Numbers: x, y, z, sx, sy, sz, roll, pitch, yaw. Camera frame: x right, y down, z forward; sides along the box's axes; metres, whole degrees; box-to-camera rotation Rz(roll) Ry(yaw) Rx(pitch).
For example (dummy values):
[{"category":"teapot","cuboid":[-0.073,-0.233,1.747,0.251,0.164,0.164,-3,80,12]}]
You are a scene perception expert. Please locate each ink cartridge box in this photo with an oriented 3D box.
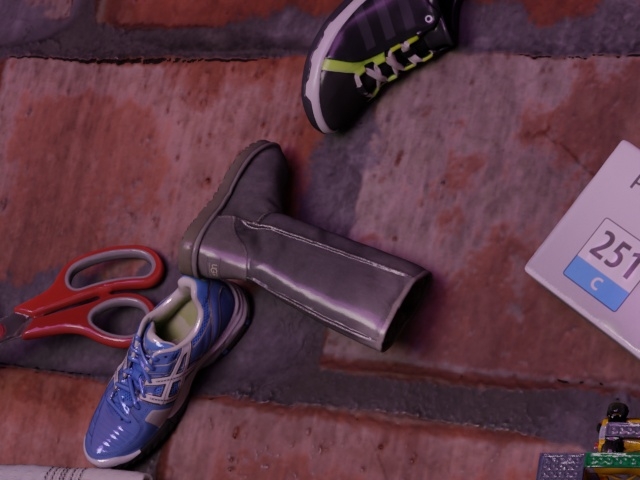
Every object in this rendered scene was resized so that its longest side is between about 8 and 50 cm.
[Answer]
[{"category":"ink cartridge box","cuboid":[0.352,0.008,1.279,0.296,0.066,0.261,39,92,32]}]

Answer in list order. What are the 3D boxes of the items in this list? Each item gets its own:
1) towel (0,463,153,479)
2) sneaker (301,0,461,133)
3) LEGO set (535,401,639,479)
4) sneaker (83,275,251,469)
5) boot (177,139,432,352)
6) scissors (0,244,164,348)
[{"category":"towel","cuboid":[-0.264,0.357,1.464,0.324,0.056,0.312,1,71,27]},{"category":"sneaker","cuboid":[0.073,-0.193,1.489,0.097,0.084,0.234,31,87,31]},{"category":"LEGO set","cuboid":[0.248,0.302,1.159,0.255,0.192,0.331,-10,50,21]},{"category":"sneaker","cuboid":[-0.155,0.114,1.487,0.080,0.081,0.211,34,89,32]},{"category":"boot","cuboid":[0.001,0.001,1.451,0.208,0.076,0.189,13,50,20]},{"category":"scissors","cuboid":[-0.291,0.074,1.548,0.297,0.021,0.109,-11,63,0]}]
